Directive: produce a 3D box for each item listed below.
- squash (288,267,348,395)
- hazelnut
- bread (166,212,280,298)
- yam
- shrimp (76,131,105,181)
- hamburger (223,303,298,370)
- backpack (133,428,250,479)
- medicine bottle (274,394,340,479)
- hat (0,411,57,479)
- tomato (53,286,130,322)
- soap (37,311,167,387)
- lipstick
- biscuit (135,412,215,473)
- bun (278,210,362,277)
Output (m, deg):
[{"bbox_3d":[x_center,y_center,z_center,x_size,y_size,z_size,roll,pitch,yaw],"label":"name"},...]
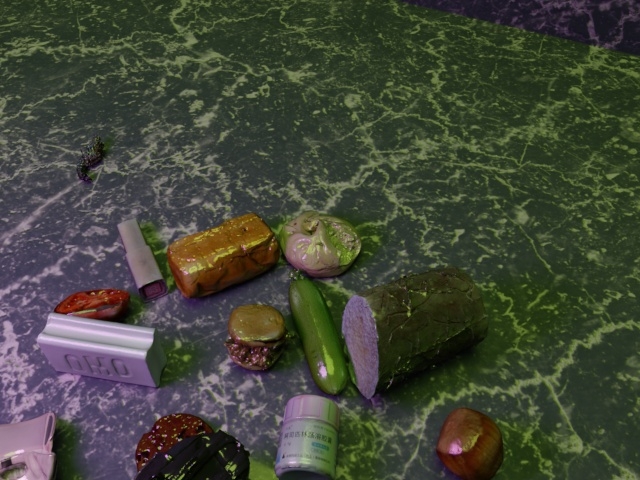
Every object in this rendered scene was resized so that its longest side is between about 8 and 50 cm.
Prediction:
[{"bbox_3d":[-0.013,0.218,1.585,0.101,0.101,0.379,-12,49,-10],"label":"squash"},{"bbox_3d":[0.331,0.452,1.379,0.150,0.150,0.150,0,50,0],"label":"hazelnut"},{"bbox_3d":[-0.262,0.043,1.709,0.294,0.132,0.167,-25,54,-19],"label":"bread"},{"bbox_3d":[0.223,0.206,1.512,0.348,0.241,0.241,-18,52,-22],"label":"yam"},{"bbox_3d":[-0.743,-0.268,2.006,0.076,0.082,0.174,9,57,1],"label":"shrimp"},{"bbox_3d":[-0.146,0.239,1.552,0.184,0.131,0.159,-1,37,-5],"label":"hamburger"},{"bbox_3d":[-0.258,0.498,1.266,0.206,0.133,0.258,48,54,4],"label":"backpack"},{"bbox_3d":[-0.025,0.441,1.374,0.135,0.135,0.168,5,49,4],"label":"medicine bottle"},{"bbox_3d":[-0.668,0.492,1.367,0.219,0.164,0.226,-11,11,-9],"label":"hat"},{"bbox_3d":[-0.578,0.186,1.605,0.174,0.082,0.166,-3,15,-2],"label":"tomato"},{"bbox_3d":[-0.517,0.264,1.502,0.265,0.160,0.088,8,51,6],"label":"soap"},{"bbox_3d":[-0.499,0.050,1.738,0.077,0.079,0.253,-22,52,-16],"label":"lipstick"},{"bbox_3d":[-0.318,0.470,1.394,0.192,0.049,0.192,-2,43,2],"label":"biscuit"},{"bbox_3d":[0.000,0.000,1.757,0.237,0.116,0.210,-1,50,0],"label":"bun"}]
